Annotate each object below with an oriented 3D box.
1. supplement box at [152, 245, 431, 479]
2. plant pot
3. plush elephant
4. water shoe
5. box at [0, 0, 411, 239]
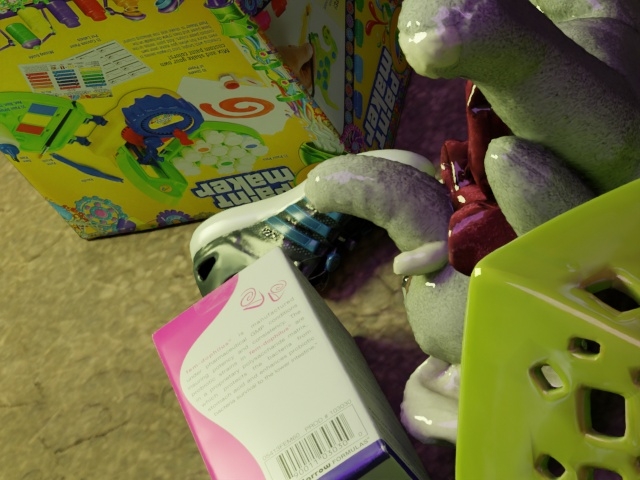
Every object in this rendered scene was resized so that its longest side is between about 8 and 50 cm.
[{"bbox_3d":[-0.014,0.125,1.288,0.111,0.114,0.220,-35,41,5],"label":"supplement box"},{"bbox_3d":[0.218,0.108,1.003,0.207,0.228,0.227,24,35,39],"label":"plant pot"},{"bbox_3d":[0.119,-0.028,1.236,0.255,0.330,0.272,-39,18,28],"label":"plush elephant"},{"bbox_3d":[0.000,0.000,1.444,0.203,0.073,0.080,-22,64,24],"label":"water shoe"},{"bbox_3d":[-0.123,-0.166,1.511,0.290,0.279,0.177,-9,48,29],"label":"box"}]
